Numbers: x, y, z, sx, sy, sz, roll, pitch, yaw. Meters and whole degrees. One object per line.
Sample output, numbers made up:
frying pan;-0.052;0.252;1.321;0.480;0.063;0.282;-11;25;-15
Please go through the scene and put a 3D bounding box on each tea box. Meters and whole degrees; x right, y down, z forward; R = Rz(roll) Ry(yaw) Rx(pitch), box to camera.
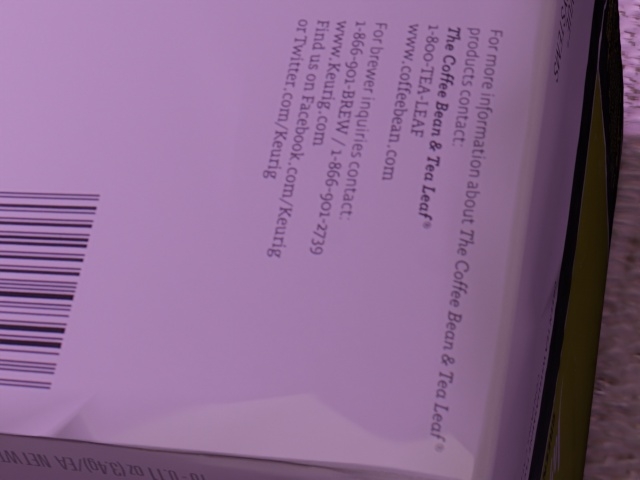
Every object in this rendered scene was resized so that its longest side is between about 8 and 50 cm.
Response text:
tea box;0.000;0.000;0.755;0.220;0.323;0.329;4;61;14
